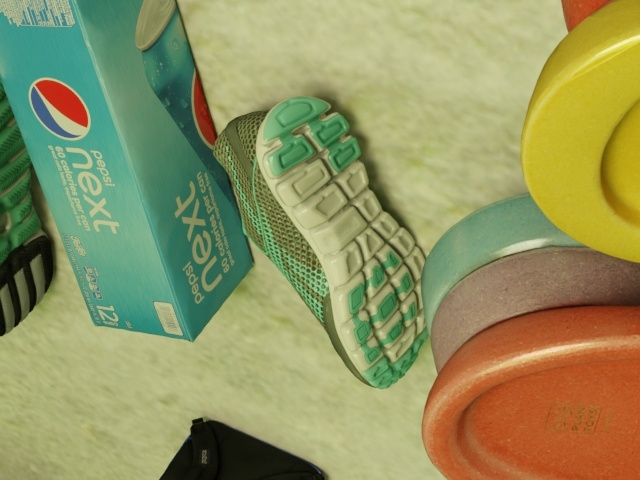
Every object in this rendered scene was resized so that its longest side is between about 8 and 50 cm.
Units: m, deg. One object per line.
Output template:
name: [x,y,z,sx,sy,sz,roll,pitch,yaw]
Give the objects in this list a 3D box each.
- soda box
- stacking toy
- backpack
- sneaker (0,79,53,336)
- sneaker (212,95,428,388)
soda box: [-0.101,-0.054,0.809,0.067,0.071,0.210,7,129,29]
stacking toy: [0.189,-0.004,0.663,0.279,0.130,0.309,10,139,-7]
backpack: [-0.059,0.188,0.951,0.098,0.120,0.101,17,133,21]
sneaker: [-0.213,-0.042,0.894,0.098,0.083,0.224,26,137,21]
sneaker: [0.000,0.000,0.806,0.076,0.065,0.166,8,128,51]
